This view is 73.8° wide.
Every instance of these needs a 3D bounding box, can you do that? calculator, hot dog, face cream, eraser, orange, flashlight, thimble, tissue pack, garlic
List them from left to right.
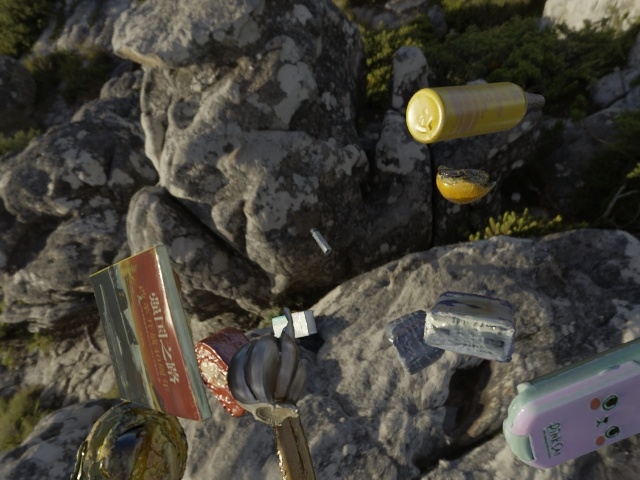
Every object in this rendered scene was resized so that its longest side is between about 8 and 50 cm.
[{"bbox_3d":[-0.080,0.192,0.705,0.127,0.131,0.194,21,56,-9],"label":"garlic"},{"bbox_3d":[-0.073,0.486,1.027,0.083,0.068,0.289,-7,60,-19],"label":"hot dog"},{"bbox_3d":[-0.108,0.341,1.709,0.225,0.052,0.095,-22,77,47],"label":"eraser"},{"bbox_3d":[0.000,0.000,1.130,0.083,0.018,0.018,54,131,32],"label":"flashlight"},{"bbox_3d":[0.341,0.358,1.542,0.172,0.236,0.205,-29,57,3],"label":"thimble"},{"bbox_3d":[0.412,-0.161,1.234,0.170,0.160,0.112,20,104,3],"label":"orange"},{"bbox_3d":[0.465,0.253,1.309,0.242,0.344,0.125,8,98,23],"label":"tissue pack"},{"bbox_3d":[0.263,-0.209,0.677,0.273,0.078,0.078,-15,61,-29],"label":"face cream"},{"bbox_3d":[0.339,0.194,0.515,0.246,0.141,0.045,-23,29,2],"label":"calculator"}]

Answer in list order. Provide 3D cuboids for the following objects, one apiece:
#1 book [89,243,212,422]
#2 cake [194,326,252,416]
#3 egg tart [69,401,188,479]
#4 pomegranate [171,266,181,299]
[{"bbox_3d":[-0.315,0.164,0.743,0.374,0.028,0.262,-15,89,48],"label":"book"},{"bbox_3d":[-0.264,0.395,1.313,0.283,0.151,0.177,46,125,23],"label":"cake"},{"bbox_3d":[-0.447,0.544,1.039,0.132,0.297,0.297,-27,57,44],"label":"egg tart"},{"bbox_3d":[-0.465,0.145,1.141,0.191,0.191,0.191,-5,67,11],"label":"pomegranate"}]
